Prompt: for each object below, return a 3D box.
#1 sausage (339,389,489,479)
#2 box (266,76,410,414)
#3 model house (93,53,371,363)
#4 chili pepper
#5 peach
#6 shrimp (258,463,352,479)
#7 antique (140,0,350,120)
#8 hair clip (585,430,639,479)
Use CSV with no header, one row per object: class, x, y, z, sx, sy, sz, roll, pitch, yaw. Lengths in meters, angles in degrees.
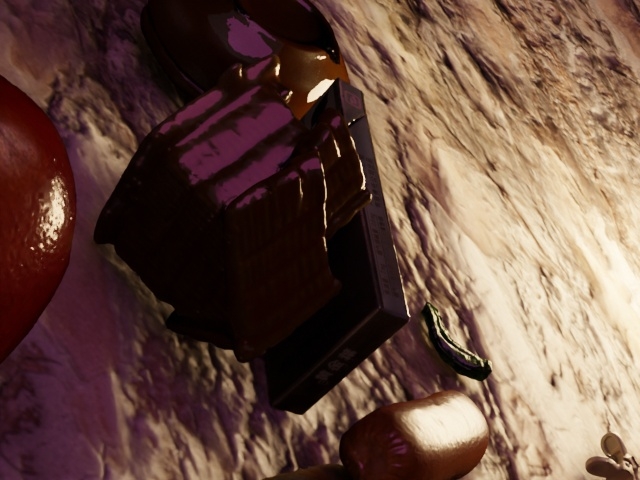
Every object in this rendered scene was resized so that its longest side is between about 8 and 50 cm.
sausage,0.105,0.200,1.248,0.089,0.083,0.300,46,17,17
box,-0.001,0.000,1.315,0.047,0.180,0.325,21,40,-30
model house,-0.069,-0.020,1.208,0.199,0.219,0.229,-33,78,-34
chili pepper,0.148,0.122,1.468,0.118,0.035,0.055,46,21,22
peach,-0.307,0.021,0.917,0.201,0.258,0.361,47,26,-5
shrimp,-0.008,0.281,1.101,0.317,0.077,0.168,-1,54,-52
antique,-0.080,-0.235,1.534,0.278,0.129,0.223,21,38,-32
hair clip,0.395,0.331,1.486,0.072,0.034,0.226,-21,71,-49
